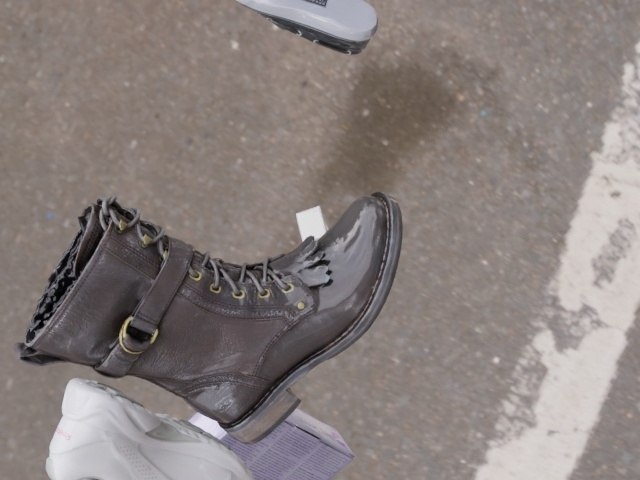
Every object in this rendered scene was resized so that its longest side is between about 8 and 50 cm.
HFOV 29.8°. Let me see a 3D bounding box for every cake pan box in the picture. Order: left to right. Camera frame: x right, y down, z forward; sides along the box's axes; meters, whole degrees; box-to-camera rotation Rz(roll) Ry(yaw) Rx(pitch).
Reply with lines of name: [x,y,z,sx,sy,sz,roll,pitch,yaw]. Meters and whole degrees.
cake pan box: [-0.112,0.328,1.685,0.246,0.267,0.070,-43,48,11]

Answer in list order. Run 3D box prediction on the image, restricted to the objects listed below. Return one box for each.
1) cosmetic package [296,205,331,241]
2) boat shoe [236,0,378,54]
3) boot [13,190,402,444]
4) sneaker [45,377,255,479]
cosmetic package: [0.000,0.000,1.921,0.041,0.115,0.060,-18,59,7]
boat shoe: [-0.024,-0.186,0.962,0.142,0.040,0.049,23,58,0]
boot: [-0.083,0.030,0.936,0.263,0.229,0.091,-54,28,5]
sneaker: [-0.161,0.214,1.106,0.090,0.232,0.115,17,77,52]
